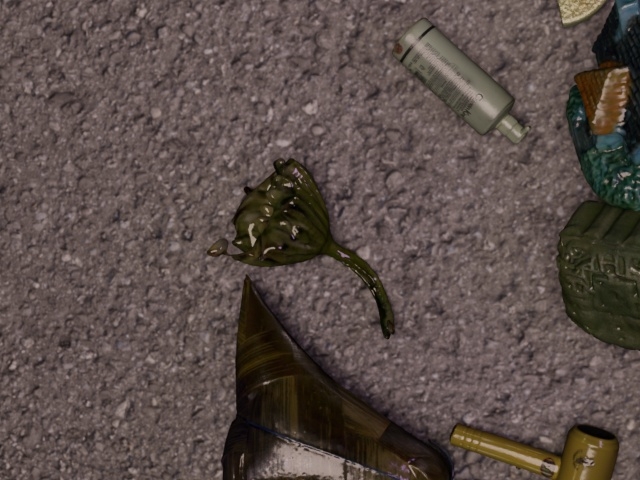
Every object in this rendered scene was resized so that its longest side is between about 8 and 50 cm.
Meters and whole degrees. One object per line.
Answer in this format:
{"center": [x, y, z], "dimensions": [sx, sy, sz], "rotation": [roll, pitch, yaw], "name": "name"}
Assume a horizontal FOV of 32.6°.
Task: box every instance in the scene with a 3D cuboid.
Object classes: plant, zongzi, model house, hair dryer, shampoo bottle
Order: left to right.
{"center": [-0.020, 0.017, 1.927], "dimensions": [0.180, 0.251, 0.333], "rotation": [-25, 127, 33], "name": "plant"}
{"center": [0.032, 0.279, 1.902], "dimensions": [0.404, 0.208, 0.432], "rotation": [1, 84, 9], "name": "zongzi"}
{"center": [0.241, -0.258, 1.833], "dimensions": [0.262, 0.085, 0.085], "rotation": [43, 104, 6], "name": "shampoo bottle"}
{"center": [0.361, 0.361, 1.874], "dimensions": [0.279, 0.090, 0.134], "rotation": [16, 100, 18], "name": "hair dryer"}
{"center": [0.478, -0.224, 1.644], "dimensions": [0.226, 0.241, 0.261], "rotation": [-19, 53, 11], "name": "model house"}

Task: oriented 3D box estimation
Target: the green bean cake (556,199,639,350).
{"center": [0.493, 0.061, 1.724], "dimensions": [0.223, 0.125, 0.227], "rotation": [9, 134, 36], "name": "green bean cake"}

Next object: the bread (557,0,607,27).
{"center": [0.430, -0.453, 1.790], "dimensions": [0.112, 0.036, 0.192], "rotation": [-13, 88, 12], "name": "bread"}
